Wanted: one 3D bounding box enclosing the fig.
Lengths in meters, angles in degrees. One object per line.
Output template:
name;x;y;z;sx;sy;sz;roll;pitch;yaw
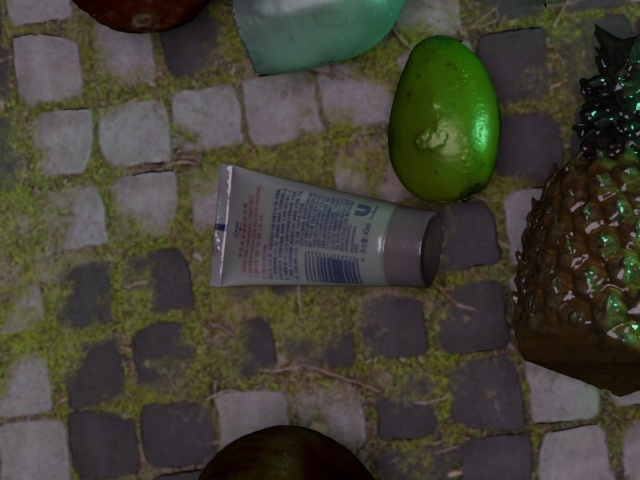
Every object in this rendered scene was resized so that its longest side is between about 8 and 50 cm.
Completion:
fig;-0.032;0.307;1.598;0.235;0.235;0.214;39;99;6

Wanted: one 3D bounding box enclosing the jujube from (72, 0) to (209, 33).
jujube;-0.166;-0.330;1.630;0.183;0.183;0.243;32;107;7

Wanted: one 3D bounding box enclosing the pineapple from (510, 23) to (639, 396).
pineapple;0.304;-0.038;1.573;0.202;0.202;0.362;8;77;9

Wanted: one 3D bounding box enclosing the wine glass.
wine glass;0.068;-0.262;1.609;0.321;0.143;0.143;-13;89;6

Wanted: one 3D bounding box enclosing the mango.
mango;0.125;-0.125;1.630;0.119;0.100;0.178;-6;79;13

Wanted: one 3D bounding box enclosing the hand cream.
hand cream;0.000;0.000;1.668;0.248;0.083;0.133;9;91;19
